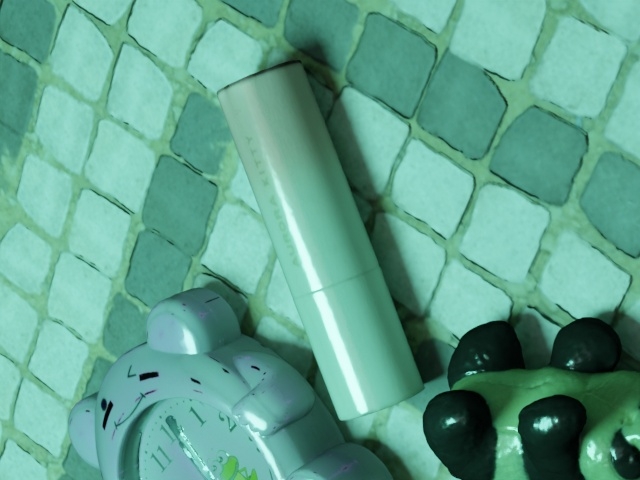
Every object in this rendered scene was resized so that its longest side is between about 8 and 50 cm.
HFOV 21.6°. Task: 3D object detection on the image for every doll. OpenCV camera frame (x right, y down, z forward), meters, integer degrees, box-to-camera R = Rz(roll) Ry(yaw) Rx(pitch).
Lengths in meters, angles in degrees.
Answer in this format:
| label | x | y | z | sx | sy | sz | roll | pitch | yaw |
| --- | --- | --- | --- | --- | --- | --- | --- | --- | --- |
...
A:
| label | x | y | z | sx | sy | sz | roll | pitch | yaw |
| --- | --- | --- | --- | --- | --- | --- | --- | --- | --- |
| doll | 0.199 | 0.153 | 1.438 | 0.234 | 0.143 | 0.135 | -7 | 123 | 35 |

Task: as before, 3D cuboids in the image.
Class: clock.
| label | x | y | z | sx | sy | sz | roll | pitch | yaw |
| --- | --- | --- | --- | --- | --- | --- | --- | --- | --- |
| clock | -0.099 | 0.233 | 1.674 | 0.322 | 0.113 | 0.295 | 51 | 125 | 14 |

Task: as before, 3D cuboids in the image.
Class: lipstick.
| label | x | y | z | sx | sy | sz | roll | pitch | yaw |
| --- | --- | --- | --- | --- | --- | --- | --- | --- | --- |
| lipstick | 0.000 | 0.000 | 1.556 | 0.087 | 0.087 | 0.327 | -20 | 90 | 37 |
